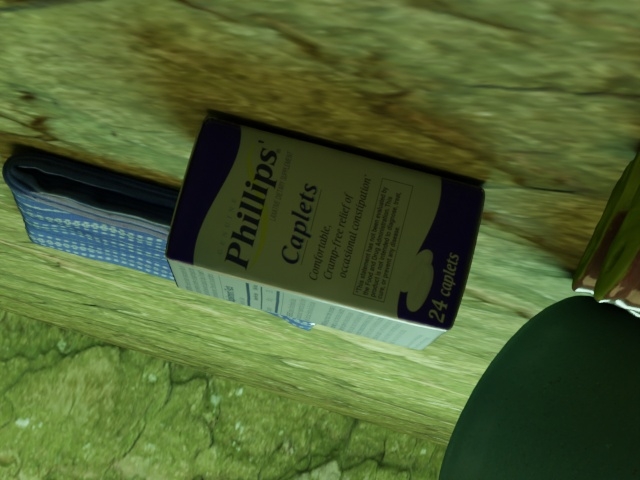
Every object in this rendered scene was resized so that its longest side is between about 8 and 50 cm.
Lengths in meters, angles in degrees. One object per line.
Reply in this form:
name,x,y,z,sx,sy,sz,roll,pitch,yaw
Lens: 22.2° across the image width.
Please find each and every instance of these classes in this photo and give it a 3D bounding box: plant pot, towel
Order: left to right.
towel,-0.096,0.011,1.131,0.243,0.040,0.336,16,171,-5
plant pot,0.215,0.159,0.907,0.255,0.272,0.271,27,180,35

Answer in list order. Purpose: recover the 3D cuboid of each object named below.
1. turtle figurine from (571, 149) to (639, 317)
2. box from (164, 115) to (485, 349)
turtle figurine,0.202,0.043,0.599,0.217,0.087,0.269,26,-163,1
box,0.000,0.000,0.797,0.137,0.072,0.126,14,171,-1
